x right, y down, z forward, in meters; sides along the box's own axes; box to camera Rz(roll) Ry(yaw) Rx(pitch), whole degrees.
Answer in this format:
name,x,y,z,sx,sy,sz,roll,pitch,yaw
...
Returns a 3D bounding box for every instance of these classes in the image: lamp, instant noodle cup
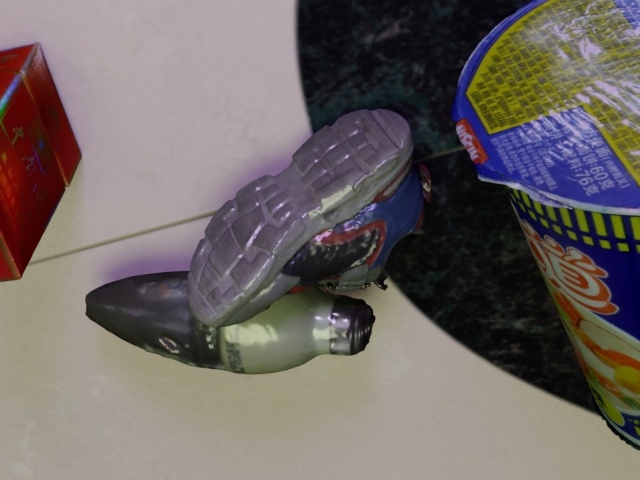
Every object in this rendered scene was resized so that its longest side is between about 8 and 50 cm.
name,x,y,z,sx,sy,sz,roll,pitch,yaw
lamp,-0.080,0.064,1.151,0.250,0.101,0.101,5,126,12
instant noodle cup,0.267,-0.003,0.981,0.284,0.284,0.312,-10,131,13

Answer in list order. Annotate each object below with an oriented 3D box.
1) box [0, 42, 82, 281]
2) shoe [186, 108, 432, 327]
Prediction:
name,x,y,z,sx,sy,sz,roll,pitch,yaw
box,-0.240,-0.061,1.032,0.048,0.175,0.112,-7,125,14
shoe,0.000,0.000,1.088,0.227,0.099,0.125,-40,132,5
